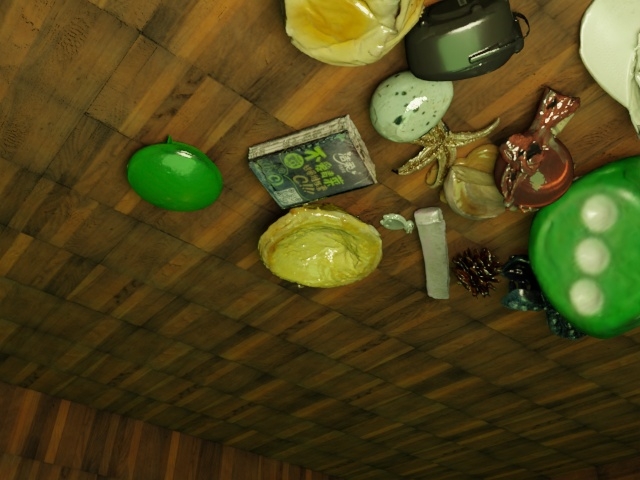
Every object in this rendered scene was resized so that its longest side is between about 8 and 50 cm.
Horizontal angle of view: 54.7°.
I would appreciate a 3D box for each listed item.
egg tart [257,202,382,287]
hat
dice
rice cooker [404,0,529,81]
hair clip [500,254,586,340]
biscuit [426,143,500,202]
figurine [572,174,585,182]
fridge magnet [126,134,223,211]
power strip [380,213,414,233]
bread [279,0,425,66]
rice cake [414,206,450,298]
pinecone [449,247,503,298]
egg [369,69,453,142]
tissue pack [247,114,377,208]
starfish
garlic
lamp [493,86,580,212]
[{"bbox_3d":[0.000,0.000,1.499,0.315,0.120,0.315,0,143,0],"label":"egg tart"},{"bbox_3d":[0.592,-0.336,1.040,0.301,0.168,0.258,37,152,-6],"label":"hat"},{"bbox_3d":[0.643,0.013,1.287,0.287,0.300,0.297,-7,152,-34],"label":"dice"},{"bbox_3d":[0.239,-0.339,1.028,0.203,0.142,0.118,-16,128,14],"label":"rice cooker"},{"bbox_3d":[0.625,0.144,1.612,0.310,0.194,0.206,26,143,-30],"label":"hair clip"},{"bbox_3d":[0.359,-0.149,1.361,0.236,0.040,0.144,-19,144,28],"label":"biscuit"},{"bbox_3d":[0.586,-0.124,1.374,0.106,0.047,0.060,-17,173,12],"label":"figurine"},{"bbox_3d":[-0.317,-0.139,1.356,0.208,0.088,0.208,2,143,2],"label":"fridge magnet"},{"bbox_3d":[0.188,-0.038,1.510,0.083,0.035,0.055,13,141,-11],"label":"power strip"},{"bbox_3d":[0.071,-0.438,0.899,0.236,0.183,0.388,22,147,-2],"label":"bread"},{"bbox_3d":[0.294,0.035,1.581,0.072,0.056,0.365,-3,143,15],"label":"rice cake"},{"bbox_3d":[0.403,0.079,1.580,0.121,0.140,0.140,-45,128,10],"label":"pinecone"},{"bbox_3d":[0.168,-0.253,1.148,0.164,0.131,0.131,-26,134,37],"label":"egg"},{"bbox_3d":[-0.017,-0.161,1.326,0.235,0.073,0.173,-15,140,20],"label":"tissue pack"},{"bbox_3d":[0.253,-0.201,1.279,0.238,0.057,0.213,-17,133,13],"label":"starfish"},{"bbox_3d":[0.339,-0.094,1.334,0.195,0.087,0.101,13,134,-21],"label":"garlic"},{"bbox_3d":[0.432,-0.158,1.213,0.151,0.215,0.223,34,166,13],"label":"lamp"}]
